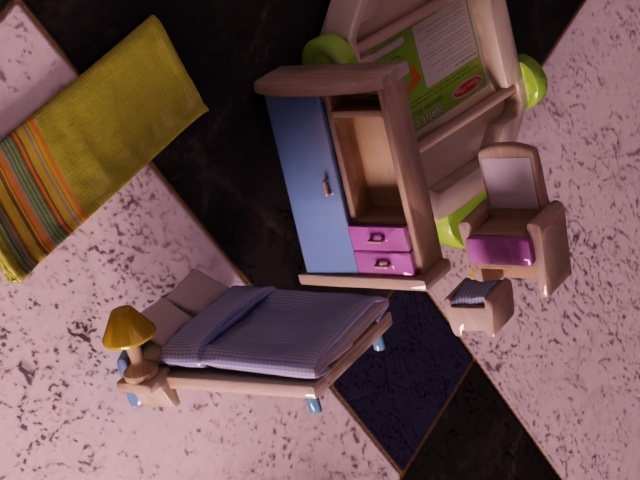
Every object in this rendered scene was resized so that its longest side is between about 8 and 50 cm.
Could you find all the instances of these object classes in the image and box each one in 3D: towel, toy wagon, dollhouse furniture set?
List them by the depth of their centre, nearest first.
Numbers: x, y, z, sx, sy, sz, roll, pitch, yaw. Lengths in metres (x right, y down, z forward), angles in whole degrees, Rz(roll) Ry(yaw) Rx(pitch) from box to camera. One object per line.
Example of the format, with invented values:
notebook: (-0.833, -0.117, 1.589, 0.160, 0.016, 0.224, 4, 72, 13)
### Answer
towel: (-0.188, -0.076, 1.356, 0.237, 0.021, 0.102, -46, 126, -30)
dollhouse furniture set: (0.000, 0.000, 1.366, 0.303, 0.286, 0.198, -39, 122, -47)
toy wagon: (0.110, -0.123, 1.612, 0.267, 0.068, 0.344, -33, 119, -36)
